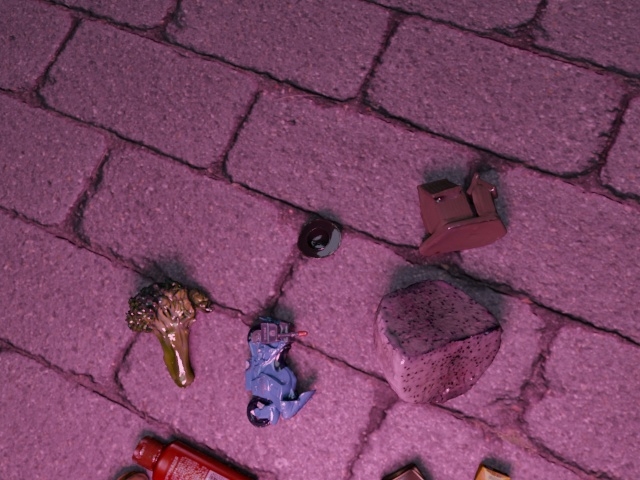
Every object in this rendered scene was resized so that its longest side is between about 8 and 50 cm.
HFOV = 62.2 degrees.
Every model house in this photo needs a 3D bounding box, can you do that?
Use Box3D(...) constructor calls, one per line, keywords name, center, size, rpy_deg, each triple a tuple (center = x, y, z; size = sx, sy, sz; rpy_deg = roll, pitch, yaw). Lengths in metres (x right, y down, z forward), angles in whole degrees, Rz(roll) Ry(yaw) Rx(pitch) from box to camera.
Box3D(name="model house", center=(0.346, -0.076, 1.353), size=(0.230, 0.122, 0.188), rpy_deg=(-12, 71, 1))

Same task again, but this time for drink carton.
Box3D(name="drink carton", center=(0.371, 0.621, 1.210), size=(0.084, 0.074, 0.199), rpy_deg=(19, 81, 12))

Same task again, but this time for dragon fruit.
Box3D(name="dragon fruit", center=(0.248, 0.240, 1.257), size=(0.283, 0.203, 0.221), rpy_deg=(-14, 42, -21))

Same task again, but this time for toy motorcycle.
Box3D(name="toy motorcycle", center=(-0.102, 0.324, 1.322), size=(0.182, 0.124, 0.271), rpy_deg=(-6, 77, 17))

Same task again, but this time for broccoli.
Box3D(name="broccoli", center=(-0.370, 0.226, 1.393), size=(0.198, 0.177, 0.274), rpy_deg=(-42, 106, -37))

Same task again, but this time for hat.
Box3D(name="hat", center=(0.000, 0.000, 1.415), size=(0.121, 0.050, 0.121), rpy_deg=(-3, 77, 14))

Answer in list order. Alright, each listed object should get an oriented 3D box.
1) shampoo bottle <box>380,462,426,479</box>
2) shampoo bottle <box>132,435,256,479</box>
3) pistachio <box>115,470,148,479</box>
Box3D(name="shampoo bottle", center=(0.258, 0.696, 1.205), size=(0.126, 0.084, 0.350), rpy_deg=(-28, 76, 1))
Box3D(name="shampoo bottle", center=(-0.313, 0.584, 1.311), size=(0.315, 0.076, 0.118), rpy_deg=(21, 82, 12))
Box3D(name="pistachio", center=(-0.474, 0.647, 1.307), size=(0.113, 0.113, 0.149), rpy_deg=(16, 73, 11))
